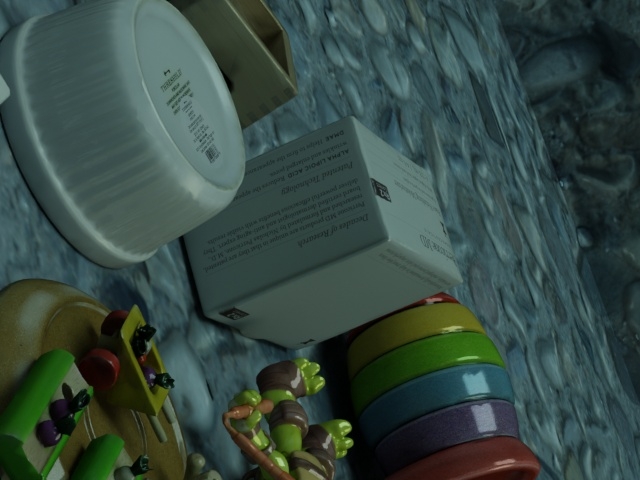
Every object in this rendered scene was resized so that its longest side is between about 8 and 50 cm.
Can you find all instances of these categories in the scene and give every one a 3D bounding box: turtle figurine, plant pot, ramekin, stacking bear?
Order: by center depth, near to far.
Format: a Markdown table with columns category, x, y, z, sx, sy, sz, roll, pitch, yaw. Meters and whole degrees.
| category | x | y | z | sx | sy | sz | roll | pitch | yaw |
| --- | --- | --- | --- | --- | --- | --- | --- | --- | --- |
| plant pot | -0.149 | 0.131 | 1.192 | 0.236 | 0.032 | 0.236 | 53 | 24 | -35 |
| ramekin | -0.144 | -0.093 | 1.340 | 0.207 | 0.109 | 0.207 | 54 | 22 | -35 |
| turtle figurine | -0.009 | 0.206 | 1.408 | 0.269 | 0.087 | 0.217 | 50 | 16 | -21 |
| stacking bear | 0.089 | 0.117 | 1.689 | 0.175 | 0.164 | 0.289 | 30 | 37 | -61 |

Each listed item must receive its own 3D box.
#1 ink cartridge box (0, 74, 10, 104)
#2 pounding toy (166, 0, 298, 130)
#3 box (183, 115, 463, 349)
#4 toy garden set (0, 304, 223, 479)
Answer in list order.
| category | x | y | z | sx | sy | sz | roll | pitch | yaw |
| --- | --- | --- | --- | --- | --- | --- | --- | --- | --- |
| ink cartridge box | -0.287 | -0.056 | 0.729 | 0.171 | 0.168 | 0.233 | 61 | 35 | -18 |
| pounding toy | -0.115 | -0.221 | 1.608 | 0.181 | 0.094 | 0.206 | 51 | 15 | -29 |
| box | 0.000 | 0.000 | 1.516 | 0.181 | 0.182 | 0.119 | 28 | 42 | -63 |
| toy garden set | -0.104 | 0.170 | 1.143 | 0.244 | 0.049 | 0.204 | 62 | 20 | -18 |
